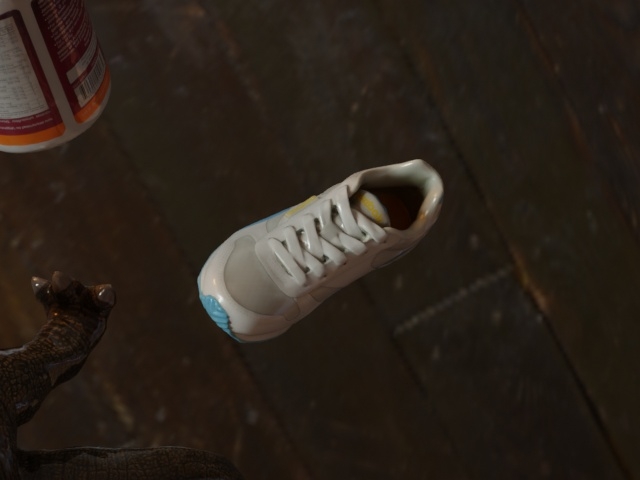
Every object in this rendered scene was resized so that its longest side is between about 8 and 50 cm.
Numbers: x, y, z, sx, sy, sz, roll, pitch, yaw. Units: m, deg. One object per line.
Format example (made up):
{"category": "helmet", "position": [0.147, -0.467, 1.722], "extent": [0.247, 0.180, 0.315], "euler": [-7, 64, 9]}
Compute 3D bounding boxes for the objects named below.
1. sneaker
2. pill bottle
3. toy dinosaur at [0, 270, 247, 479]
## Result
{"category": "sneaker", "position": [0.000, 0.000, 1.498], "extent": [0.087, 0.229, 0.092], "euler": [53, 139, 7]}
{"category": "pill bottle", "position": [-0.241, -0.179, 1.480], "extent": [0.121, 0.121, 0.221], "euler": [-6, 138, 9]}
{"category": "toy dinosaur", "position": [-0.160, 0.063, 0.662], "extent": [0.121, 0.313, 0.160], "euler": [1, 66, 44]}
